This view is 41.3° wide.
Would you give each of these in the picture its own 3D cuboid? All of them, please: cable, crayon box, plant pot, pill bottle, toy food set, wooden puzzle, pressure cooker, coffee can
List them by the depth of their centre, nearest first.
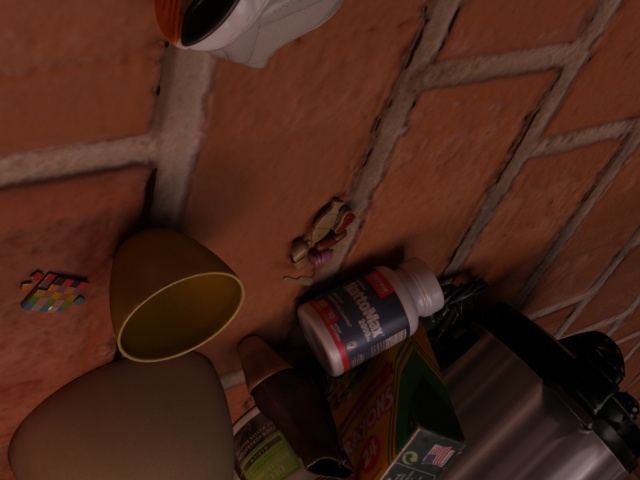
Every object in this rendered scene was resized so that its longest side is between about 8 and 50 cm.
[{"bbox_3d":[-0.265,0.053,0.845,0.049,0.006,0.083,-45,149,18],"label":"wooden puzzle"},{"bbox_3d":[-0.156,0.043,0.849,0.134,0.095,0.134,-25,149,-16],"label":"plant pot"},{"bbox_3d":[0.000,0.000,1.026,0.078,0.019,0.122,13,118,-53],"label":"toy food set"},{"bbox_3d":[-0.220,0.299,1.066,0.284,0.191,0.284,-25,149,-17],"label":"plant pot"},{"bbox_3d":[0.070,0.096,1.145,0.180,0.108,0.108,-27,150,-14],"label":"pill bottle"},{"bbox_3d":[0.084,0.237,1.216,0.081,0.318,0.202,23,114,-19],"label":"crayon box"},{"bbox_3d":[-0.005,0.394,1.335,0.202,0.275,0.201,-25,149,-16],"label":"coffee can"},{"bbox_3d":[0.195,0.119,1.379,0.151,0.047,0.184,-24,154,-34],"label":"cable"},{"bbox_3d":[0.336,0.312,1.444,0.420,0.370,0.375,-44,126,0],"label":"pressure cooker"}]

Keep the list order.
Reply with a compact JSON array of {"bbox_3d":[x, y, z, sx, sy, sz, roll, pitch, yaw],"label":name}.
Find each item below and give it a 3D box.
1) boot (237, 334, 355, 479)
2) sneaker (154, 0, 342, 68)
[{"bbox_3d":[-0.017,0.245,1.172,0.090,0.207,0.248,-38,151,6],"label":"boot"},{"bbox_3d":[0.000,-0.230,0.627,0.262,0.099,0.121,-36,159,19],"label":"sneaker"}]
